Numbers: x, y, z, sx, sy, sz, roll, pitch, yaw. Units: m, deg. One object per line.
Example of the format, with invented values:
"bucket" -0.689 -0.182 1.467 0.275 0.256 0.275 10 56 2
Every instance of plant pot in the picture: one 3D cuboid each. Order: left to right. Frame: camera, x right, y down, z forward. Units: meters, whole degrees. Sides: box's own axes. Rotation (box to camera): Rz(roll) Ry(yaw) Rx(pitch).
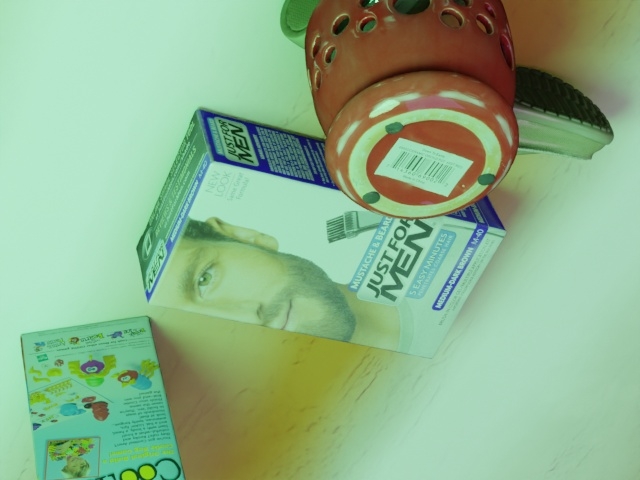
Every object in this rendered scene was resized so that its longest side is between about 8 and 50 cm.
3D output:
"plant pot" 0.086 -0.130 1.324 0.191 0.174 0.191 -4 136 -3

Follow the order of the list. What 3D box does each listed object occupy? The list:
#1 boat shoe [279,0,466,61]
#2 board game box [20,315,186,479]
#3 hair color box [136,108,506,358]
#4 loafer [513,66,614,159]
"boat shoe" 0.103 -0.269 1.384 0.302 0.113 0.103 -36 133 26
"board game box" -0.223 0.226 1.544 0.144 0.275 0.142 -8 127 -10
"hair color box" 0.000 0.000 1.551 0.339 0.110 0.185 13 122 -23
"loafer" 0.167 -0.124 1.518 0.269 0.102 0.092 12 123 -13
